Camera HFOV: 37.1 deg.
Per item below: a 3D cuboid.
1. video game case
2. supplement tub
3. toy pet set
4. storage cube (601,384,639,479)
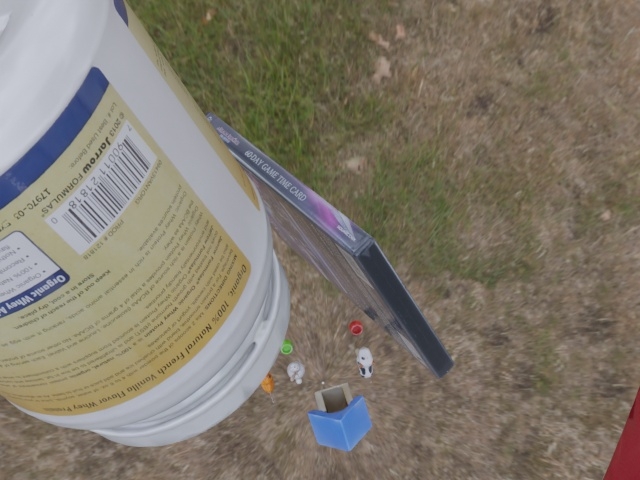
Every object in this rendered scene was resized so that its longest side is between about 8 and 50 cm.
[{"bbox_3d":[0.000,0.000,0.885,0.026,0.196,0.274,-42,44,-7],"label":"video game case"},{"bbox_3d":[-0.167,-0.017,0.617,0.228,0.316,0.228,-13,51,17],"label":"supplement tub"},{"bbox_3d":[0.003,0.159,0.991,0.122,0.065,0.114,-17,117,-2],"label":"toy pet set"},{"bbox_3d":[0.252,0.194,0.473,0.215,0.193,0.183,14,106,-14],"label":"storage cube"}]
